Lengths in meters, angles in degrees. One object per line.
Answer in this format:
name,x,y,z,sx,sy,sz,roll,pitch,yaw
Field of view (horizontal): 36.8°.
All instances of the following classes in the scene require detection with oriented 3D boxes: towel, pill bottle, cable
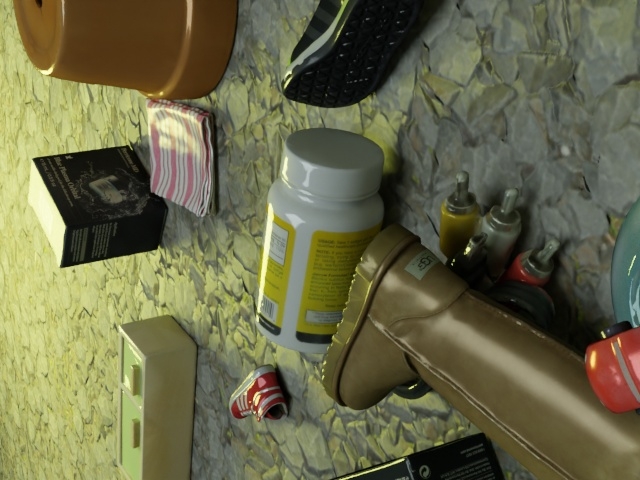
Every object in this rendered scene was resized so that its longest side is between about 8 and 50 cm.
towel,-0.201,-0.119,1.342,0.197,0.029,0.144,23,118,53
pill bottle,0.000,0.000,0.978,0.119,0.119,0.208,42,132,44
cable,0.136,0.071,0.874,0.139,0.072,0.287,42,148,21

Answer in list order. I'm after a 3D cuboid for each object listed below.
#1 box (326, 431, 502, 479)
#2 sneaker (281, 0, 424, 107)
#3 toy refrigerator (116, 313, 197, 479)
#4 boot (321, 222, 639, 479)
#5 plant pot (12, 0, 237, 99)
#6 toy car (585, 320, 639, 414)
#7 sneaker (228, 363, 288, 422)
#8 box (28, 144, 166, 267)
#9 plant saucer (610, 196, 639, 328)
box,0.084,0.313,0.958,0.261,0.103,0.184,-36,67,55
sneaker,0.036,-0.213,0.921,0.235,0.084,0.097,-39,42,53
toy refrigerator,-0.260,0.261,1.489,0.102,0.094,0.269,38,129,47
boot,0.132,0.138,0.794,0.270,0.089,0.236,37,146,22
plant pot,-0.263,-0.315,1.217,0.291,0.204,0.290,25,121,53
toy car,0.276,0.020,0.565,0.239,0.053,0.224,11,98,34
sneaker,-0.081,0.217,1.242,0.067,0.042,0.118,64,143,28
box,-0.340,-0.055,1.456,0.156,0.158,0.093,55,141,32
plant saucer,0.264,0.045,0.655,0.195,0.038,0.194,23,118,52
